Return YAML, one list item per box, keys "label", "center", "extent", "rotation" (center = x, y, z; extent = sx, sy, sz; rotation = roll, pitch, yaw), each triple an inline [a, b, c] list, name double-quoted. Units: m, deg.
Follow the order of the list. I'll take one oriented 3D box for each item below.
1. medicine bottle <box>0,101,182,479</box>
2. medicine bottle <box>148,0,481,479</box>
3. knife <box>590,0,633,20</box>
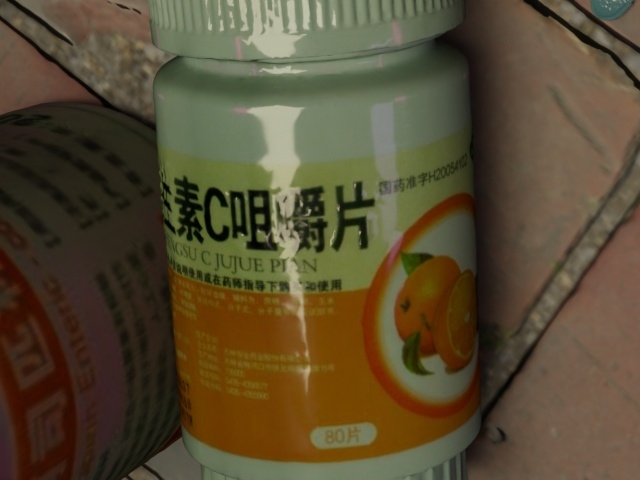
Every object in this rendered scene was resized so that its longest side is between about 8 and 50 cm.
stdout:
- label: "medicine bottle"
  center: [-0.217, 0.073, 0.957]
  extent: [0.219, 0.388, 0.219]
  rotation: [9, 110, 27]
- label: "medicine bottle"
  center: [0.000, 0.000, 0.952]
  extent: [0.158, 0.158, 0.318]
  rotation: [5, 110, 27]
- label: "knife"
  center: [0.162, -0.140, 0.904]
  extent: [0.027, 0.010, 0.096]
  rotation: [47, 122, 7]
